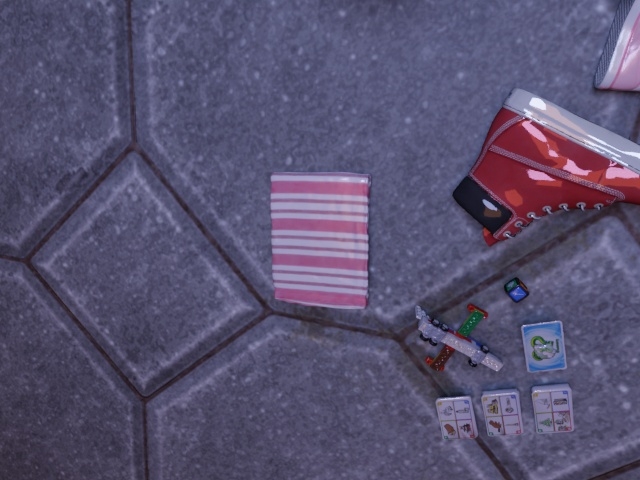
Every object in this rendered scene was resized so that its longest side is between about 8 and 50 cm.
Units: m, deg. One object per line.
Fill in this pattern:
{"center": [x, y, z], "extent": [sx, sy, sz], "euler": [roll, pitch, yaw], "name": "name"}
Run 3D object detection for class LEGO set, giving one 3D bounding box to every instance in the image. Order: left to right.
{"center": [0.238, 0.163, 0.662], "extent": [0.182, 0.060, 0.245], "euler": [-11, 112, 15], "name": "LEGO set"}

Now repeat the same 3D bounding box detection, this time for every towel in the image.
{"center": [0.000, 0.000, 0.682], "extent": [0.144, 0.029, 0.197], "euler": [4, 105, 15], "name": "towel"}

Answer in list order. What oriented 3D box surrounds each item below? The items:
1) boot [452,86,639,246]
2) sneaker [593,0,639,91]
{"center": [0.289, -0.044, 0.555], "extent": [0.244, 0.088, 0.176], "euler": [30, 113, 14], "name": "boot"}
{"center": [0.347, -0.222, 0.501], "extent": [0.070, 0.051, 0.135], "euler": [14, 113, 10], "name": "sneaker"}
